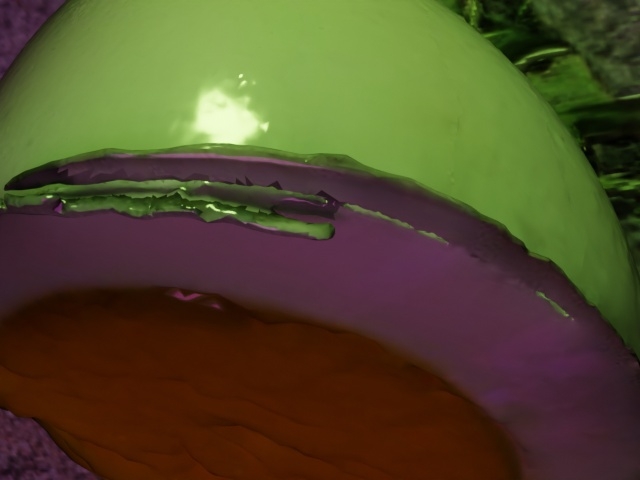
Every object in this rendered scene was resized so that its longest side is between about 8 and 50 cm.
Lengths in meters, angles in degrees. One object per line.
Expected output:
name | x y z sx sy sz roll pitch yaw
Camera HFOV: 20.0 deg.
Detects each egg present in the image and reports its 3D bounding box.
egg | 0.003 -0.001 0.686 0.264 0.174 0.286 -12 139 35
